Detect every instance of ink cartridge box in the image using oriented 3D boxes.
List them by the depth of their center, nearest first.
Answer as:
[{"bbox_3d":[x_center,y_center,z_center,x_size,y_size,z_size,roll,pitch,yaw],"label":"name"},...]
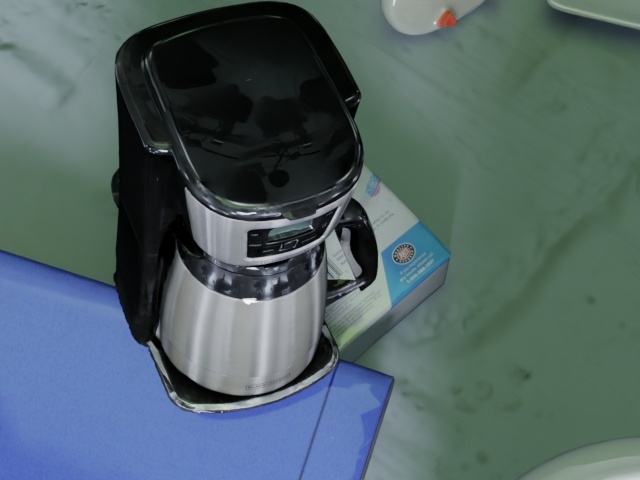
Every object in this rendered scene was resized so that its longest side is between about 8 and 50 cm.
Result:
[{"bbox_3d":[0.000,0.000,0.964,0.088,0.052,0.122,-40,75,-13],"label":"ink cartridge box"}]

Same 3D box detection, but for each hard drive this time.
[{"bbox_3d":[-0.144,0.124,0.906,0.318,0.040,0.210,17,83,6],"label":"hard drive"}]

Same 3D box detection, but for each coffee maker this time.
[{"bbox_3d":[-0.055,-0.027,0.836,0.171,0.178,0.120,40,57,21],"label":"coffee maker"}]

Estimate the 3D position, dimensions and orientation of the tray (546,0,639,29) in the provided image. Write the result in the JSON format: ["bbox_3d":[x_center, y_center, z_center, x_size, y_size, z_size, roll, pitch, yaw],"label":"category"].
[{"bbox_3d":[0.239,-0.238,1.060,0.145,0.030,0.270,15,71,7],"label":"tray"}]

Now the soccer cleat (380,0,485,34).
[{"bbox_3d":[0.099,-0.206,1.038,0.196,0.068,0.076,-50,41,-5],"label":"soccer cleat"}]

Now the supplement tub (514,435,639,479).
[{"bbox_3d":[0.136,0.208,0.769,0.191,0.272,0.191,0,70,1],"label":"supplement tub"}]
